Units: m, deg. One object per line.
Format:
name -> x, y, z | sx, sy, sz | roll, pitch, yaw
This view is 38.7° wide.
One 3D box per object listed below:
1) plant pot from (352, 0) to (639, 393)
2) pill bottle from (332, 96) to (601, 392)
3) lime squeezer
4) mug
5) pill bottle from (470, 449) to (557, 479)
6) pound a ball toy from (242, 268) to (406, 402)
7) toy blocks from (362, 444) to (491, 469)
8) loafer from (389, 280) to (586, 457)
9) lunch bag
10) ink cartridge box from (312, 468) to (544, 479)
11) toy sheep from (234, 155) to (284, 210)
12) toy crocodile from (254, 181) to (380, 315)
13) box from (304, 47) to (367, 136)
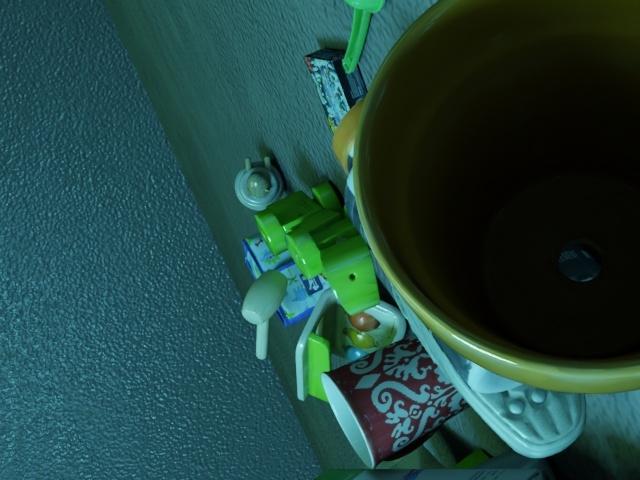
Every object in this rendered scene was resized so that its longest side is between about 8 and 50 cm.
plant pot -> 0.136, -0.013, 0.480 | 0.205, 0.205, 0.188 | 59, -178, 23
pill bottle -> 0.103, -0.013, 0.714 | 0.245, 0.131, 0.130 | 56, 165, 32
lime squeezer -> 0.014, -0.213, 0.780 | 0.059, 0.110, 0.310 | 42, -168, 19
mug -> 0.100, 0.159, 0.988 | 0.113, 0.169, 0.150 | 60, 168, 17
pill bottle -> 0.222, 0.323, 0.949 | 0.186, 0.112, 0.112 | 64, 168, 3
pound a ball toy -> 0.012, 0.141, 1.319 | 0.208, 0.135, 0.319 | 24, 156, 11
toy blocks -> 0.195, 0.423, 1.187 | 0.260, 0.191, 0.381 | 56, 173, -15
loafer -> 0.132, 0.057, 0.815 | 0.111, 0.112, 0.319 | 72, 174, -53
lunch bag -> -0.033, 0.044, 1.405 | 0.151, 0.129, 0.096 | 60, 168, 22
ink cartridge box -> 0.104, 0.340, 0.899 | 0.278, 0.117, 0.201 | -13, 98, 43
toy sheep -> -0.102, -0.093, 1.531 | 0.091, 0.091, 0.132 | 63, -178, 4
toy crocodile -> 0.000, 0.000, 1.208 | 0.105, 0.115, 0.340 | 68, 167, -20
box -> 0.030, -0.142, 1.003 | 0.137, 0.027, 0.094 | 68, 168, -20
